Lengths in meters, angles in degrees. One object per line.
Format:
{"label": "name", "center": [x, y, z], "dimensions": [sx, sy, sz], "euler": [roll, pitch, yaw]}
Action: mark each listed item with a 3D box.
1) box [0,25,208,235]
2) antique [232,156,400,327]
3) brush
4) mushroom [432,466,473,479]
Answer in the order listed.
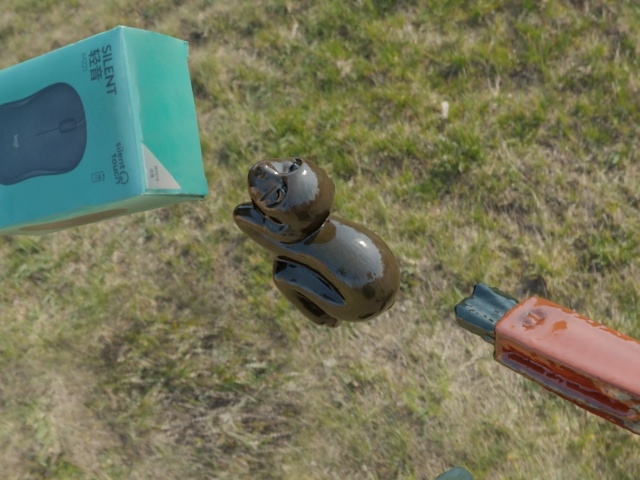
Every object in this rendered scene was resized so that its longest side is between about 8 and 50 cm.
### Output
{"label": "box", "center": [-0.307, -0.124, 1.012], "dimensions": [0.311, 0.118, 0.205], "euler": [-9, 89, 28]}
{"label": "antique", "center": [0.000, 0.000, 1.022], "dimensions": [0.143, 0.257, 0.121], "euler": [-15, 24, 48]}
{"label": "brush", "center": [0.252, 0.119, 0.719], "dimensions": [0.070, 0.051, 0.323], "euler": [-29, 36, -28]}
{"label": "mushroom", "center": [0.155, 0.334, 0.802], "dimensions": [0.246, 0.246, 0.202], "euler": [-23, 92, 7]}
